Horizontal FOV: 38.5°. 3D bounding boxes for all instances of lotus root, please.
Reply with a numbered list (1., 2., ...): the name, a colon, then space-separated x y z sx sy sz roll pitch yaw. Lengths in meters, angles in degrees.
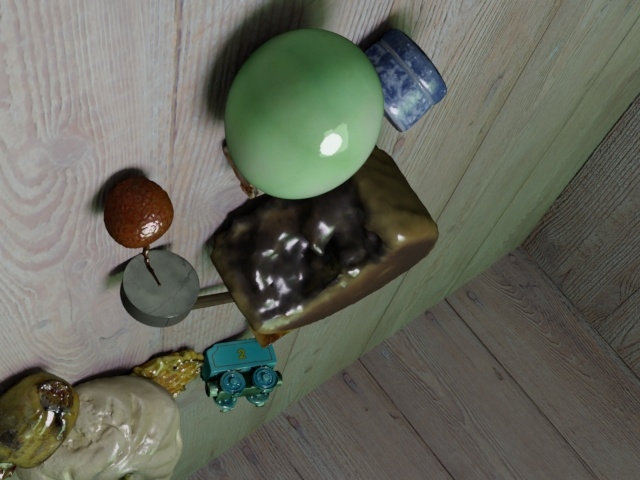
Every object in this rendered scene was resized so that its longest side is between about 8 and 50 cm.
1. lotus root: -0.555 0.352 1.709 0.278 0.154 0.154 -49 161 27

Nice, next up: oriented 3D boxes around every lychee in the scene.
1. lychee: -0.271 -0.028 1.358 0.101 0.114 0.140 10 124 -10

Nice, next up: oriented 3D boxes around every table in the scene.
1. table: -0.280 0.084 1.596 0.133 0.133 0.043 -28 162 -33

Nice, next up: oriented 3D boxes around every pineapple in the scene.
1. pineapple: -0.092 0.196 2.342 0.186 0.114 0.236 -29 164 -31

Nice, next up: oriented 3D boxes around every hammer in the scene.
1. hammer: -0.227 0.127 1.929 0.365 0.111 0.043 -8 104 -50

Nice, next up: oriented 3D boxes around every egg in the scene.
1. egg: -0.026 -0.175 1.305 0.220 0.220 0.270 -28 161 -32

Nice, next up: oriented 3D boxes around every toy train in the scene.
1. toy train: -0.203 0.337 2.338 0.203 0.163 0.112 -4 148 -25

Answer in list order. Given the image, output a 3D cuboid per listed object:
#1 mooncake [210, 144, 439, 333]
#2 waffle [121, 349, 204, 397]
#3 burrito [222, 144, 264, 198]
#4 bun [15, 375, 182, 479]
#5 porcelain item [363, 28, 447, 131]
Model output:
1. mooncake: 0.000 0.000 1.719 0.394 0.246 0.393 -22 160 -13
2. waffle: -0.411 0.356 2.172 0.281 0.058 0.301 -47 160 23
3. burrito: -0.019 -0.179 1.525 0.299 0.105 0.143 -34 173 -19
4. bun: -0.457 0.455 1.960 0.359 0.211 0.360 -22 144 -17
5. porcelain item: 0.132 -0.269 1.526 0.114 0.147 0.147 -40 164 4
